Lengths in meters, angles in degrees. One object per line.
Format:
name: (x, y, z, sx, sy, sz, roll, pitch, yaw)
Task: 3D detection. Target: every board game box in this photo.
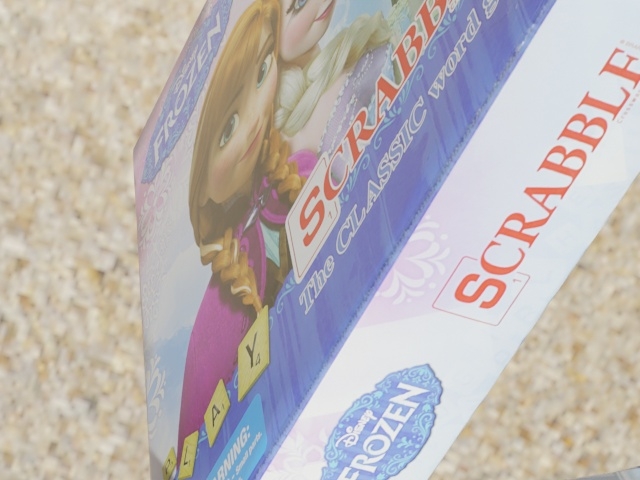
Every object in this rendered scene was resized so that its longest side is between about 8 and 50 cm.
board game box: (0.015, -0.055, 0.740, 0.066, 0.319, 0.318, 17, 33, -20)

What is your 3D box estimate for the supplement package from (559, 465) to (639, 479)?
supplement package: (0.180, 0.246, 0.848, 0.199, 0.198, 0.263, -10, 18, 3)
